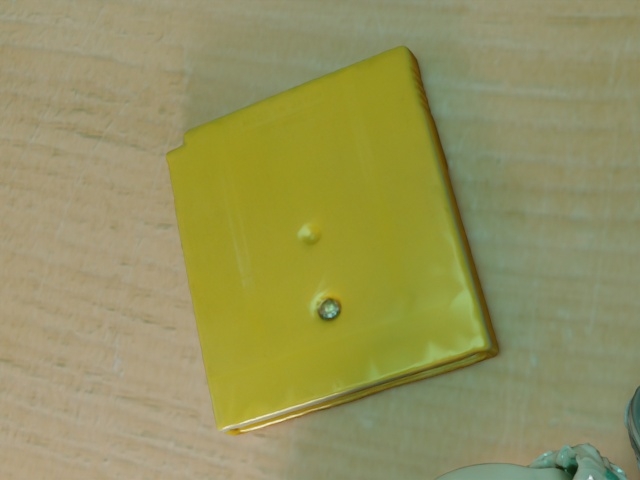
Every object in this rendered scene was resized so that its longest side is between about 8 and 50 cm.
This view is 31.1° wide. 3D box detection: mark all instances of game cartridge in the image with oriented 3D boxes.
[{"bbox_3d":[0.000,0.000,1.141,0.285,0.053,0.323,-19,68,17],"label":"game cartridge"}]

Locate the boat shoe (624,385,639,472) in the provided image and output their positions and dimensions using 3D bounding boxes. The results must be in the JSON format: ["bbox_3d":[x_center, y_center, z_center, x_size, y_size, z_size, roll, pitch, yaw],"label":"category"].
[{"bbox_3d":[0.343,0.253,0.915,0.118,0.103,0.320,-27,73,-7],"label":"boat shoe"}]

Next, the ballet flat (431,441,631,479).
[{"bbox_3d":[0.076,0.262,0.972,0.409,0.147,0.147,-24,69,19],"label":"ballet flat"}]
